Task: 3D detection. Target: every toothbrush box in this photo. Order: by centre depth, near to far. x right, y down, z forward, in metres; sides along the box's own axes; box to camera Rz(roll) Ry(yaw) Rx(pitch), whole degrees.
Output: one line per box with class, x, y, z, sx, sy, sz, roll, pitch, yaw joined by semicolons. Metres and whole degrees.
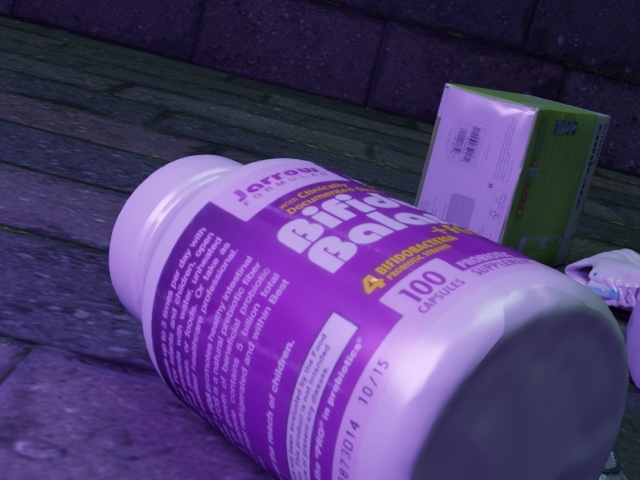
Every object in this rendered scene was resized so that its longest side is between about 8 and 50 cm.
toothbrush box;0.235;-0.073;1.290;0.122;0.206;0.283;21;15;29

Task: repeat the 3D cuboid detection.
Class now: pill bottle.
pill bottle;0.004;0.049;0.596;0.169;0.169;0.301;3;17;-41

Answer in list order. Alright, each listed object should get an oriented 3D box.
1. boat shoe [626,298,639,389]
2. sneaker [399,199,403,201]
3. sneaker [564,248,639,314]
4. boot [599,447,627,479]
boat shoe;0.324;0.116;0.886;0.070;0.077;0.219;11;21;-11
sneaker;0.000;0.000;1.075;0.209;0.069;0.082;-7;-10;-37
sneaker;0.348;0.059;1.182;0.094;0.080;0.212;-1;9;-14
boot;0.156;0.103;0.713;0.069;0.086;0.190;10;13;-18
